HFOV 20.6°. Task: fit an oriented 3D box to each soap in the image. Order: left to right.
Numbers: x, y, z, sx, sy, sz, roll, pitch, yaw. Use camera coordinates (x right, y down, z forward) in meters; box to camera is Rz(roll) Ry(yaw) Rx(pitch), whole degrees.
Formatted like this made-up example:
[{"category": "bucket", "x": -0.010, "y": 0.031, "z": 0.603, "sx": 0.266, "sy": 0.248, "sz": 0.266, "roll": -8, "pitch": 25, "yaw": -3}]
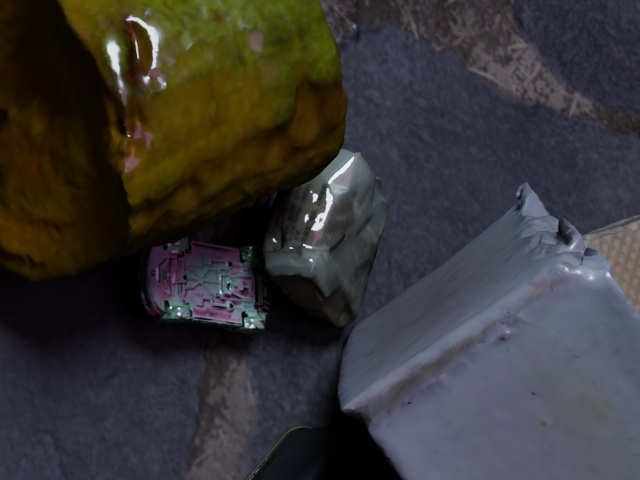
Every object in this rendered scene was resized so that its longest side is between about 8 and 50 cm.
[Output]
[{"category": "soap", "x": 0.214, "y": 0.206, "z": 1.361, "sx": 0.213, "sy": 0.350, "sz": 0.435, "roll": -35, "pitch": 99, "yaw": 3}]

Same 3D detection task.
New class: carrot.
[{"category": "carrot", "x": -0.105, "y": -0.128, "z": 1.305, "sx": 0.340, "sy": 0.241, "sz": 0.241, "roll": -30, "pitch": 97, "yaw": -35}]

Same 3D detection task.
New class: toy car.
[{"category": "toy car", "x": -0.094, "y": 0.036, "z": 1.386, "sx": 0.142, "sy": 0.055, "sz": 0.069, "roll": 11, "pitch": 73, "yaw": -48}]

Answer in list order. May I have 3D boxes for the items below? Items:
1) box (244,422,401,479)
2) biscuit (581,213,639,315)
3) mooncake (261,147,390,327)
[{"category": "box", "x": 0.028, "y": 0.252, "z": 1.399, "sx": 0.201, "sy": 0.090, "sz": 0.144, "roll": 53, "pitch": 55, "yaw": -13}, {"category": "biscuit", "x": 0.376, "y": 0.022, "z": 1.707, "sx": 0.426, "sy": 0.078, "sz": 0.144, "roll": -14, "pitch": 86, "yaw": -38}, {"category": "mooncake", "x": 0.000, "y": 0.000, "z": 1.435, "sx": 0.125, "sy": 0.073, "sz": 0.130, "roll": -69, "pitch": 153, "yaw": -20}]
